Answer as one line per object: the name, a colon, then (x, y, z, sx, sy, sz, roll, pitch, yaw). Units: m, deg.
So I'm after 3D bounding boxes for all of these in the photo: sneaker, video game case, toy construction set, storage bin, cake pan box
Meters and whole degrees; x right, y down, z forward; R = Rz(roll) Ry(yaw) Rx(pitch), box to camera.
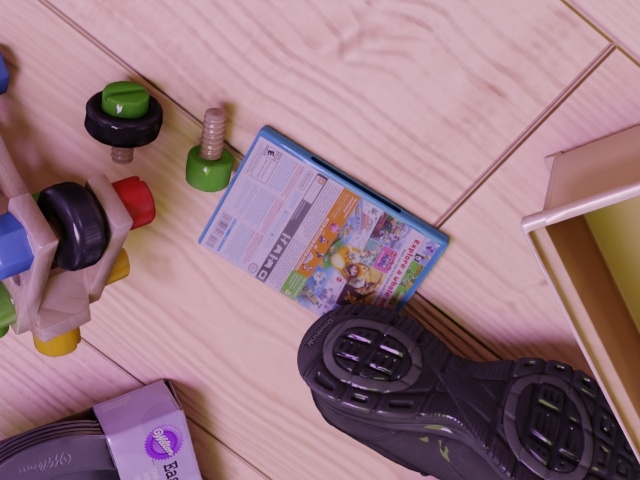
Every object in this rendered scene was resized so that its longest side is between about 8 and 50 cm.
sneaker: (0.120, 0.145, 0.836, 0.286, 0.109, 0.130, 25, 152, 15)
video game case: (0.000, 0.000, 0.846, 0.166, 0.015, 0.119, 31, 121, -2)
toy construction set: (-0.251, 0.028, 0.782, 0.257, 0.309, 0.237, 22, 127, 13)
storage bin: (0.310, 0.028, 0.710, 0.262, 0.123, 0.260, -21, 110, 24)
cake pan box: (-0.213, 0.274, 0.953, 0.246, 0.070, 0.267, -19, 116, -18)
